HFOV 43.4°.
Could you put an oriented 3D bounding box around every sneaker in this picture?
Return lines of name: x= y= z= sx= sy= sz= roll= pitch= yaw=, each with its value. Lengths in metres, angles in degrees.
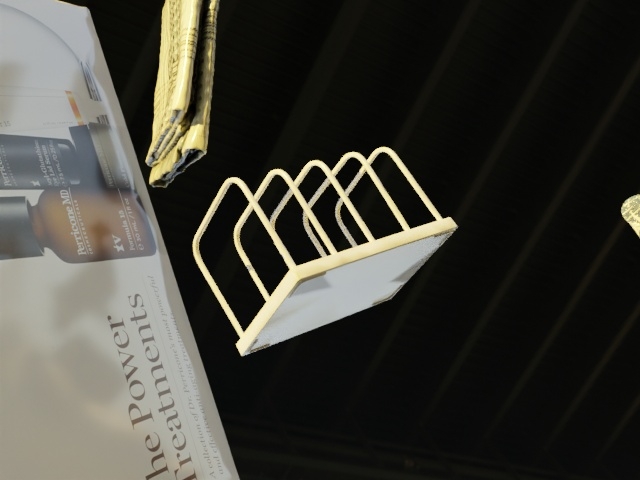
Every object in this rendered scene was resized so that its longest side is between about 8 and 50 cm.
sneaker: x=0.592 y=-0.026 z=1.466 sx=0.052 sy=0.135 sz=0.058 roll=-27 pitch=-49 yaw=21

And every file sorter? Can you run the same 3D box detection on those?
file sorter: x=0.000 y=0.000 z=1.090 sx=0.278 sy=0.173 sz=0.193 roll=-16 pitch=-24 yaw=-37

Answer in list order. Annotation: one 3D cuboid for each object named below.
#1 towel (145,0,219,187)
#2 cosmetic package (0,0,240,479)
towel: x=-0.208 y=-0.249 z=1.161 sx=0.056 sy=0.312 sz=0.324 roll=6 pitch=-98 yaw=-21
cosmetic package: x=-0.211 y=0.023 z=0.473 sx=0.097 sy=0.377 sz=0.284 roll=-22 pitch=-7 yaw=29
